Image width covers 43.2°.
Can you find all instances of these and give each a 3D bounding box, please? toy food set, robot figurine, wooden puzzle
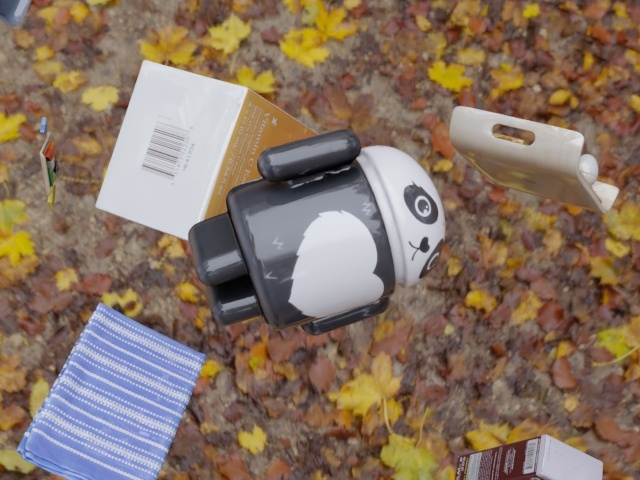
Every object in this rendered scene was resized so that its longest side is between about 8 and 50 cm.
[{"bbox_3d":[0.369,-0.142,1.365,0.220,0.306,0.092,20,87,32],"label":"toy food set"},{"bbox_3d":[0.000,0.000,0.893,0.278,0.209,0.173,-18,75,-6],"label":"robot figurine"},{"bbox_3d":[-0.387,-0.110,1.157,0.014,0.116,0.078,-2,43,-8],"label":"wooden puzzle"}]

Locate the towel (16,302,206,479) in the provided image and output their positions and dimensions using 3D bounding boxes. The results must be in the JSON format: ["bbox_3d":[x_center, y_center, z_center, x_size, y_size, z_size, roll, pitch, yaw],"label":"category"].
[{"bbox_3d":[-0.369,0.295,1.481,0.243,0.040,0.336,29,49,-12],"label":"towel"}]

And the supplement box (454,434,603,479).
[{"bbox_3d":[0.356,0.414,1.409,0.130,0.239,0.073,28,58,-16],"label":"supplement box"}]

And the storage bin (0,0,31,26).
[{"bbox_3d":[-0.414,-0.313,0.941,0.091,0.135,0.098,20,88,18],"label":"storage bin"}]

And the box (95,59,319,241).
[{"bbox_3d":[-0.139,-0.101,1.204,0.168,0.345,0.215,19,91,21],"label":"box"}]
